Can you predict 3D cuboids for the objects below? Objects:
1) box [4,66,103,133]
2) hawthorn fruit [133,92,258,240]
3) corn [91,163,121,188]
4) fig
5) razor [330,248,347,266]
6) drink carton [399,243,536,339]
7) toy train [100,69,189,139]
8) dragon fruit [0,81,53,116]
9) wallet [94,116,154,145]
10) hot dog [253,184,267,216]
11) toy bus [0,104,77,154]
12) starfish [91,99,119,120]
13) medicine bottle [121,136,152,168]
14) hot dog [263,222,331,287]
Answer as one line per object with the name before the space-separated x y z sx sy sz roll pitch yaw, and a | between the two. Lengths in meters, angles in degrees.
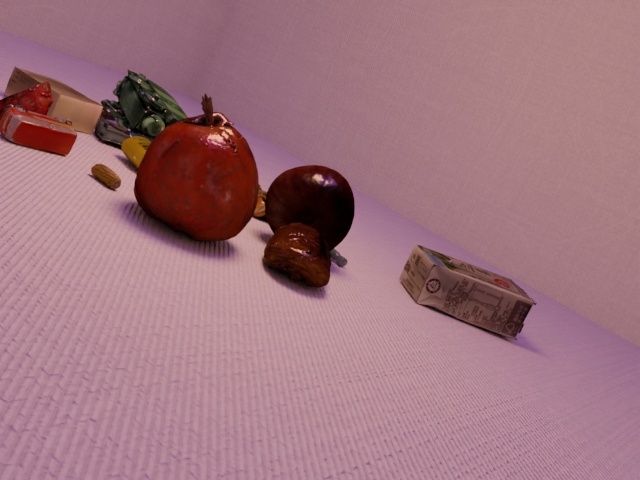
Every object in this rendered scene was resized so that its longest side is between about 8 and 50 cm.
box | -0.757 -0.397 2.075 0.212 0.095 0.168 31 14 25
hawthorn fruit | -0.254 -0.157 1.552 0.276 0.307 0.276 14 22 -6
corn | -0.485 -0.146 1.657 0.092 0.037 0.037 35 14 33
fig | -0.023 -0.081 1.856 0.235 0.235 0.214 27 7 10
razor | 0.000 0.000 2.015 0.106 0.068 0.232 13 21 -47
drink carton | 0.406 0.143 2.042 0.324 0.132 0.194 21 12 -13
toy train | -0.552 -0.408 2.344 0.238 0.167 0.299 29 19 -50
dragon fruit | -0.725 -0.322 1.821 0.153 0.153 0.111 -114 179 -74
wallet | -0.556 -0.295 2.147 0.202 0.059 0.141 21 5 -31
hot dog | -0.193 -0.125 2.128 0.109 0.072 0.269 21 13 -35
toy bus | -0.652 -0.251 1.685 0.174 0.079 0.077 11 28 -52
starfish | -0.738 -0.424 2.387 0.138 0.050 0.247 32 19 26
medicine bottle | -0.427 -0.193 1.908 0.111 0.076 0.309 15 16 -40
hot dog | -0.044 0.033 1.635 0.160 0.099 0.227 25 12 -3
